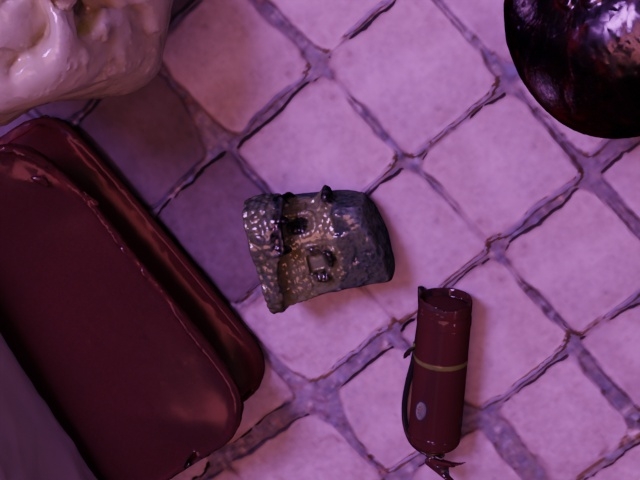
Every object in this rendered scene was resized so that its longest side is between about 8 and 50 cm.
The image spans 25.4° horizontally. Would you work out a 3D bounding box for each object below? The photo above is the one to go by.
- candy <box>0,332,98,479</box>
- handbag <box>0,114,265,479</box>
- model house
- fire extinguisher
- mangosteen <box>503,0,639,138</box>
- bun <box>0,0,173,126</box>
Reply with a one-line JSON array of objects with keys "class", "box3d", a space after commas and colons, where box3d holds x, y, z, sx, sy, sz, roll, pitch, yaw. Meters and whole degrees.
[{"class": "candy", "box3d": [-0.271, 0.171, 0.897, 0.208, 0.145, 0.359, -23, 110, 18]}, {"class": "handbag", "box3d": [-0.208, 0.083, 0.975, 0.275, 0.084, 0.260, -34, 103, 19]}, {"class": "model house", "box3d": [0.000, 0.000, 0.914, 0.083, 0.066, 0.079, -10, 109, 12]}, {"class": "fire extinguisher", "box3d": [0.077, 0.099, 0.950, 0.056, 0.039, 0.132, 20, 116, 38]}, {"class": "mangosteen", "box3d": [0.181, -0.126, 0.805, 0.152, 0.152, 0.152, 3, 110, 9]}, {"class": "bun", "box3d": [-0.182, -0.163, 0.804, 0.229, 0.229, 0.145, 43, 123, -6]}]
